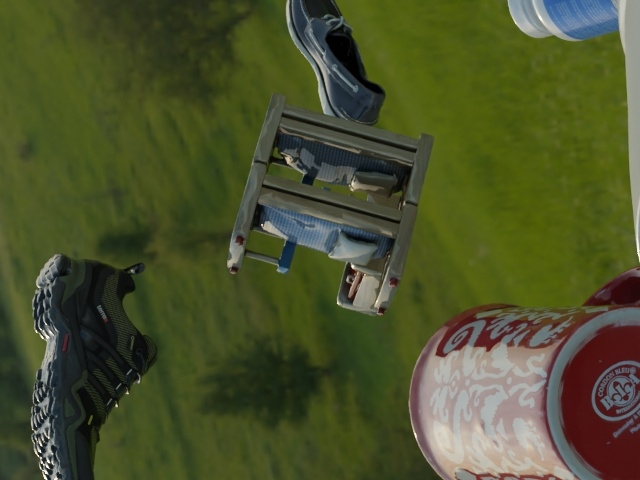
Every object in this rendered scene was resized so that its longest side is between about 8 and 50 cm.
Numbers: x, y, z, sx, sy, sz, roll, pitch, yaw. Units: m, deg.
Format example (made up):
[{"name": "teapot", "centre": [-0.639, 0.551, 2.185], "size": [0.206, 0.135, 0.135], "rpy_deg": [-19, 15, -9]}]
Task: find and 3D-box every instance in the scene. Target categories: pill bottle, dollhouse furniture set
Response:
[{"name": "pill bottle", "centre": [0.331, -0.308, 1.696], "size": [0.221, 0.124, 0.124], "rpy_deg": [-9, 91, 55]}, {"name": "dollhouse furniture set", "centre": [0.000, 0.000, 1.119], "size": [0.184, 0.129, 0.129], "rpy_deg": [106, 179, -63]}]

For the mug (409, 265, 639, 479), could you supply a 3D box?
[{"name": "mug", "centre": [0.129, 0.067, 0.732], "size": [0.169, 0.113, 0.150], "rpy_deg": [156, 134, -75]}]

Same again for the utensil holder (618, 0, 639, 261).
[{"name": "utensil holder", "centre": [0.416, -0.119, 1.179], "size": [0.385, 0.327, 0.328], "rpy_deg": [-75, -8, -53]}]

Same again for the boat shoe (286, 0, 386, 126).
[{"name": "boat shoe", "centre": [0.022, -0.206, 1.496], "size": [0.065, 0.075, 0.206], "rpy_deg": [-50, 47, 42]}]

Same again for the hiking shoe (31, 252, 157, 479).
[{"name": "hiking shoe", "centre": [-0.200, 0.125, 1.290], "size": [0.086, 0.114, 0.227], "rpy_deg": [-17, 72, 62]}]
